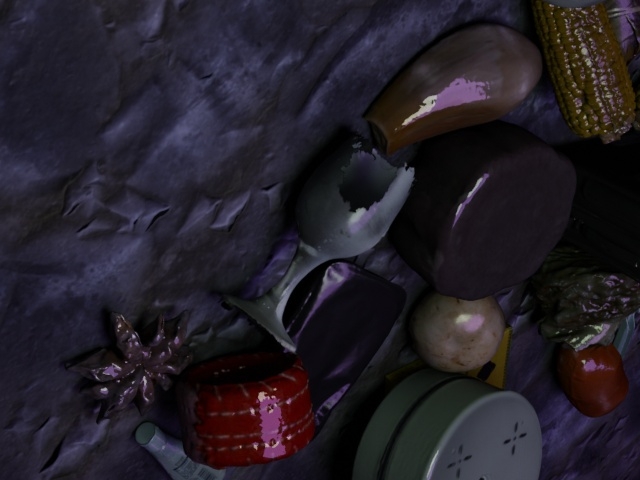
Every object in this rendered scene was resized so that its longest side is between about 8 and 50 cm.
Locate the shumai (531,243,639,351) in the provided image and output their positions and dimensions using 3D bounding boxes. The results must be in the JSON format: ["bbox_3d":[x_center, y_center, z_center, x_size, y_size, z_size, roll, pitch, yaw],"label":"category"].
[{"bbox_3d":[0.496,0.113,2.063,0.255,0.189,0.218,-5,119,-34],"label":"shumai"}]

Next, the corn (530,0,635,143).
[{"bbox_3d":[0.394,-0.287,1.694,0.119,0.119,0.322,-32,117,-22],"label":"corn"}]

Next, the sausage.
[{"bbox_3d":[0.543,0.272,2.264,0.133,0.133,0.258,-45,142,-9],"label":"sausage"}]

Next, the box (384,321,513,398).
[{"bbox_3d":[0.231,0.257,2.030,0.279,0.041,0.153,-23,129,-30],"label":"box"}]

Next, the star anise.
[{"bbox_3d":[-0.243,0.163,1.515,0.182,0.065,0.195,-36,134,-18],"label":"star anise"}]

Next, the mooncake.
[{"bbox_3d":[0.250,-0.050,1.749,0.306,0.154,0.306,-22,130,-29],"label":"mooncake"}]

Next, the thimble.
[{"bbox_3d":[-0.106,0.238,1.581,0.189,0.163,0.125,-11,103,-11],"label":"thimble"}]

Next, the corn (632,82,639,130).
[{"bbox_3d":[0.667,-0.302,2.000,0.313,0.102,0.102,-39,137,-20],"label":"corn"}]

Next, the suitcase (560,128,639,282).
[{"bbox_3d":[0.563,-0.042,1.882,0.339,0.345,0.188,-15,130,-45],"label":"suitcase"}]

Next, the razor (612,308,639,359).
[{"bbox_3d":[0.638,0.225,2.380,0.111,0.056,0.278,-6,129,-38],"label":"razor"}]

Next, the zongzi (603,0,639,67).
[{"bbox_3d":[0.499,-0.419,1.760,0.247,0.111,0.241,-37,131,-25],"label":"zongzi"}]

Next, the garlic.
[{"bbox_3d":[0.206,-0.224,1.639,0.318,0.112,0.143,-24,135,-14],"label":"garlic"}]

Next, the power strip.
[{"bbox_3d":[0.225,0.391,1.919,0.357,0.161,0.358,-15,112,-42],"label":"power strip"}]

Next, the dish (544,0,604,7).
[{"bbox_3d":[0.348,-0.430,1.545,0.256,0.256,0.117,-37,179,-17],"label":"dish"}]

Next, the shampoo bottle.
[{"bbox_3d":[-0.211,0.325,1.674,0.069,0.041,0.191,-43,138,-3],"label":"shampoo bottle"}]

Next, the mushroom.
[{"bbox_3d":[0.227,0.144,1.889,0.166,0.127,0.166,-6,119,-12],"label":"mushroom"}]

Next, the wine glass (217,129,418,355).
[{"bbox_3d":[0.000,0.000,1.572,0.321,0.143,0.143,-55,139,-1],"label":"wine glass"}]

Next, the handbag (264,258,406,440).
[{"bbox_3d":[-0.011,0.181,1.728,0.191,0.075,0.332,25,103,-44],"label":"handbag"}]
